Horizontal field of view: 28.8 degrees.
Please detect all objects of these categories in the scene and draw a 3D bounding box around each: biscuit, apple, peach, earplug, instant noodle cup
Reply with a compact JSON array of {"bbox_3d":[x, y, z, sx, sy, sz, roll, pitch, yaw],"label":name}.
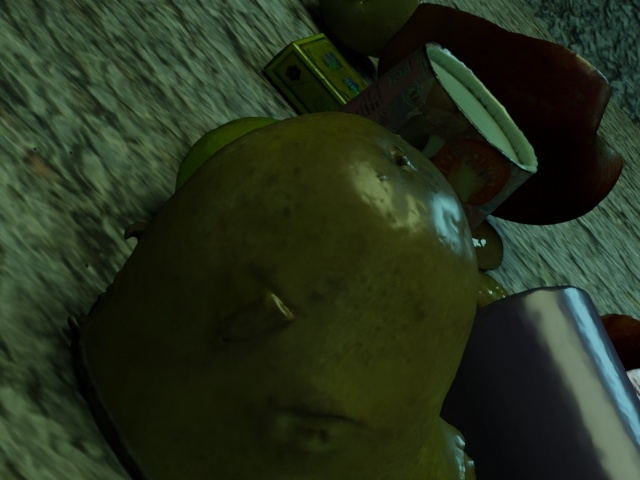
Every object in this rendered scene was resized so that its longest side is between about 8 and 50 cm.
[{"bbox_3d":[0.246,0.137,1.608,0.118,0.029,0.247,27,32,-38],"label":"biscuit"},{"bbox_3d":[0.261,-0.189,1.802,0.365,0.328,0.295,32,38,24],"label":"apple"},{"bbox_3d":[0.358,0.185,1.537,0.068,0.279,0.189,-16,69,-20],"label":"peach"},{"bbox_3d":[0.260,0.282,1.196,0.215,0.215,0.455,17,42,-52],"label":"earplug"},{"bbox_3d":[0.100,-0.081,1.425,0.243,0.231,0.243,41,23,-22],"label":"instant noodle cup"}]

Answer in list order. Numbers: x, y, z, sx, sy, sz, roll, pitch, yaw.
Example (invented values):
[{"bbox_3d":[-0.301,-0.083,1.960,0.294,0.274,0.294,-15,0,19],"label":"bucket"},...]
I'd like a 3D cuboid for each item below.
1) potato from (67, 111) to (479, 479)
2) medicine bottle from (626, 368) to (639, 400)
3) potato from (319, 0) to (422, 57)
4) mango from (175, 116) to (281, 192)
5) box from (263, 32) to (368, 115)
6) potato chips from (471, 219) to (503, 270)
[{"bbox_3d":[0.032,0.090,0.955,0.397,0.296,0.290,40,25,-17],"label":"potato"},{"bbox_3d":[0.368,0.304,1.371,0.178,0.178,0.290,7,46,-58],"label":"medicine bottle"},{"bbox_3d":[0.064,-0.354,1.935,0.117,0.182,0.202,-18,68,-27],"label":"potato"},{"bbox_3d":[0.000,0.000,1.208,0.343,0.156,0.192,38,11,-41],"label":"mango"},{"bbox_3d":[0.033,-0.174,1.667,0.220,0.064,0.141,51,22,-1],"label":"box"},{"bbox_3d":[0.191,-0.029,1.749,0.202,0.049,0.150,29,24,-27],"label":"potato chips"}]
